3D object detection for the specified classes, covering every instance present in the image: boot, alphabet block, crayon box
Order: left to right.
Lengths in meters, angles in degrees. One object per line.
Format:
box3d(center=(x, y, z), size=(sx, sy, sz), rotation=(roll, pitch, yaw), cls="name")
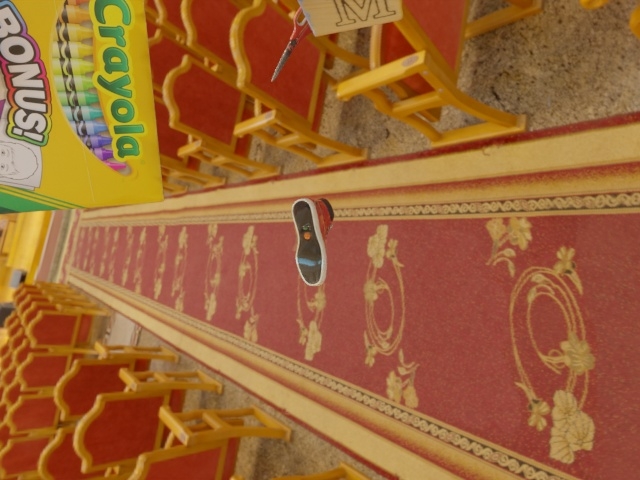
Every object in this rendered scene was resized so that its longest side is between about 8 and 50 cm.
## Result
box3d(center=(-0.388, -0.217, 0.592), size=(0.106, 0.312, 0.363), rotation=(-122, 31, -50), cls="crayon box")
box3d(center=(0.000, 0.000, 1.287), size=(0.088, 0.176, 0.245), rotation=(-5, 93, 25), cls="boot")
box3d(center=(0.055, -0.555, 0.895), size=(0.197, 0.193, 0.193), rotation=(-4, 86, 14), cls="alphabet block")

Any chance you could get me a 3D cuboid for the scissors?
box3d(center=(-0.097, -0.666, 1.497), size=(0.297, 0.109, 0.021), rotation=(-38, 48, 24), cls="scissors")
